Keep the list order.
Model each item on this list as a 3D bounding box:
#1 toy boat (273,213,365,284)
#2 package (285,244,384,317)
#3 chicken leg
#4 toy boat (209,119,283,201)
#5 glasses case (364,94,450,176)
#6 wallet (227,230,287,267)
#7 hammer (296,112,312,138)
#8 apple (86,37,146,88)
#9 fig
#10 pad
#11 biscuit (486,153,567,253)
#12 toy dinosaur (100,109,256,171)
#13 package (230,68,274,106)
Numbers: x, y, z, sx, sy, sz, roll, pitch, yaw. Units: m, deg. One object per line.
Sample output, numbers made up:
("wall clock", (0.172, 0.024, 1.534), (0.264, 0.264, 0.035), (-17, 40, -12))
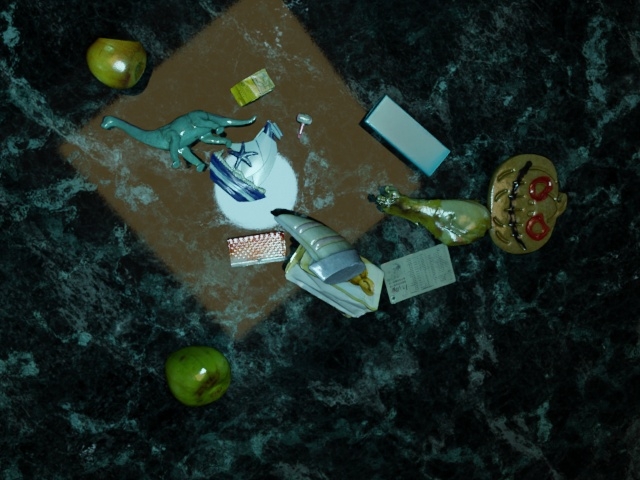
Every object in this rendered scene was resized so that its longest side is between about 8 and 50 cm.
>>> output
("toy boat", (0.025, 0.021, 1.555), (0.276, 0.293, 0.111), (9, 131, -43))
("package", (0.042, 0.130, 1.676), (0.311, 0.221, 0.165), (32, 132, -14))
("chicken leg", (0.399, -0.098, 1.697), (0.429, 0.153, 0.201), (16, 83, -4))
("toy boat", (-0.251, -0.272, 1.596), (0.210, 0.070, 0.291), (15, 88, -11))
("glasses case", (0.297, -0.360, 1.670), (0.301, 0.070, 0.117), (38, 97, -14))
("wallet", (-0.217, 0.030, 1.666), (0.196, 0.020, 0.103), (-8, 100, -8))
("hammer", (-0.062, -0.385, 1.628), (0.052, 0.031, 0.083), (16, 106, -8))
("apple", (-0.616, -0.545, 1.454), (0.147, 0.146, 0.163), (26, 96, -8))
("fig", (-0.419, 0.439, 1.626), (0.225, 0.203, 0.203), (31, 93, 28))
("pad", (0.363, 0.121, 1.780), (0.265, 0.009, 0.159), (-19, 100, -6))
("biscuit", (0.767, -0.133, 1.781), (0.314, 0.063, 0.367), (-1, 98, -8))
("toy dinosaur", (-0.455, -0.386, 1.540), (0.331, 0.129, 0.383), (42, 68, 17))
("package", (-0.221, -0.497, 1.572), (0.131, 0.047, 0.071), (-30, 105, -6))
